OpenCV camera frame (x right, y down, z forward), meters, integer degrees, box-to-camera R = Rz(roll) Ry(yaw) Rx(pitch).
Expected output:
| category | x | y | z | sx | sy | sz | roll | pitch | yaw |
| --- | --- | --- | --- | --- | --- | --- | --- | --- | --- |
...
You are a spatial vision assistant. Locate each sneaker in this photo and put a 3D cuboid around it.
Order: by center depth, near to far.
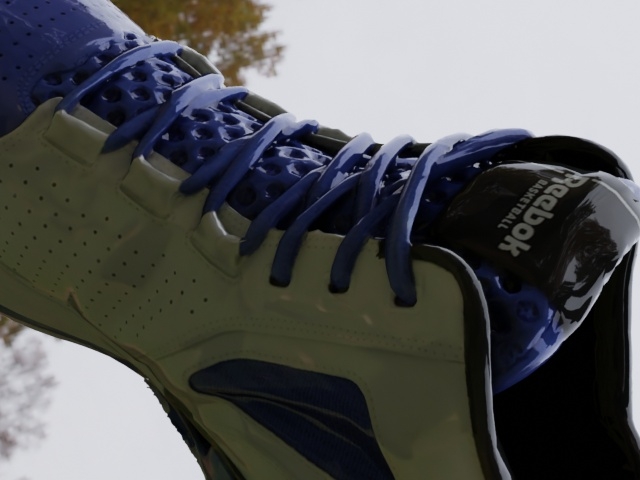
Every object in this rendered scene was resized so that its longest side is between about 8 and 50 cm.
| category | x | y | z | sx | sy | sz | roll | pitch | yaw |
| --- | --- | --- | --- | --- | --- | --- | --- | --- | --- |
| sneaker | 0.001 | 0.001 | 0.398 | 0.315 | 0.127 | 0.182 | 49 | -45 | 3 |
